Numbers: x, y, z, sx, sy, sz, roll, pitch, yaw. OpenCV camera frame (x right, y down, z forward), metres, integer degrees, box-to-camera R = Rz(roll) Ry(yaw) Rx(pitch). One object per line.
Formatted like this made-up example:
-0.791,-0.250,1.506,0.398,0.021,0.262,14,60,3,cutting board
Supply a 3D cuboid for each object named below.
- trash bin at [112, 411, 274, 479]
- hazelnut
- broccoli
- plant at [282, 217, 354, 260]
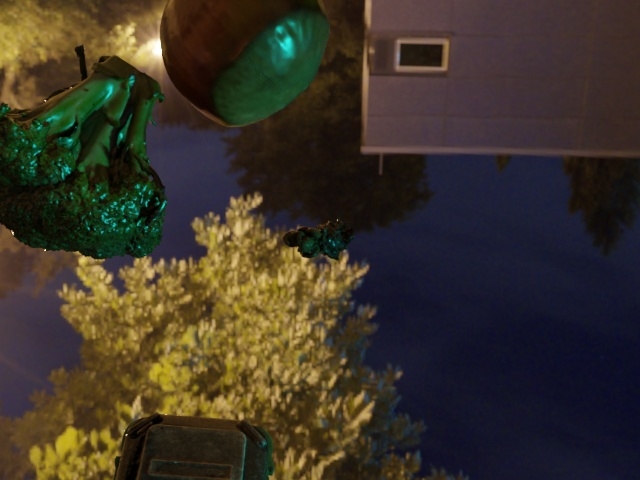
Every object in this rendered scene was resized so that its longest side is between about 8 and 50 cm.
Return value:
-0.217,0.507,1.344,0.259,0.381,0.295,4,-138,-3,trash bin
-0.096,-0.251,0.967,0.214,0.215,0.176,2,170,2,hazelnut
-0.337,-0.119,1.096,0.303,0.284,0.321,33,176,-34,broccoli
0.000,0.000,1.606,0.085,0.087,0.174,4,-173,44,plant
